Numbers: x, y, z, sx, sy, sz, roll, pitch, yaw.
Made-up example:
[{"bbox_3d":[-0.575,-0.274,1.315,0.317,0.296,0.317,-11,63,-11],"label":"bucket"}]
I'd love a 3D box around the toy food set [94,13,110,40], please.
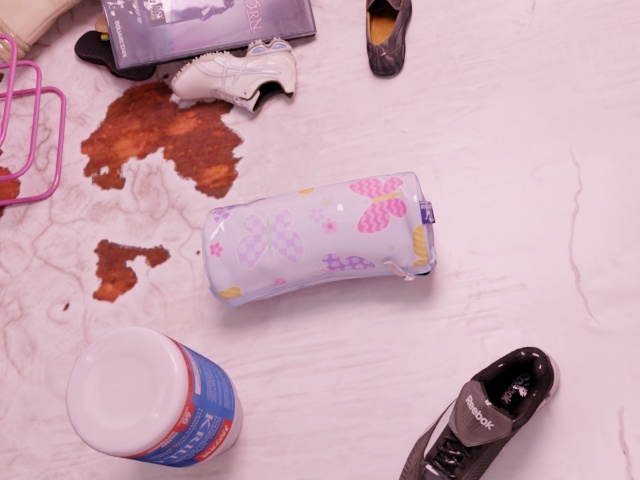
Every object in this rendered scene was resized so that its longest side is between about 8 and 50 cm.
[{"bbox_3d":[-0.291,-0.321,1.109,0.082,0.020,0.083,-15,38,0],"label":"toy food set"}]

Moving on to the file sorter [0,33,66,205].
[{"bbox_3d":[-0.483,-0.185,0.984,0.182,0.291,0.202,-8,68,8],"label":"file sorter"}]

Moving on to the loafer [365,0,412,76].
[{"bbox_3d":[0.088,-0.305,1.004,0.062,0.061,0.170,-5,68,14],"label":"loafer"}]

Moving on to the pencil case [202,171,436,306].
[{"bbox_3d":[0.000,0.000,0.886,0.272,0.113,0.124,-9,88,11],"label":"pencil case"}]

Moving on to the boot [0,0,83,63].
[{"bbox_3d":[-0.458,-0.397,1.164,0.203,0.095,0.262,-43,58,5],"label":"boot"}]

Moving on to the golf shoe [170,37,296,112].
[{"bbox_3d":[-0.116,-0.210,1.021,0.176,0.069,0.086,-15,73,10],"label":"golf shoe"}]

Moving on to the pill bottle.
[{"bbox_3d":[-0.158,0.174,0.801,0.124,0.221,0.124,-5,69,13],"label":"pill bottle"}]

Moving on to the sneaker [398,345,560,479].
[{"bbox_3d":[0.155,0.192,0.777,0.234,0.106,0.078,-46,65,-5],"label":"sneaker"}]

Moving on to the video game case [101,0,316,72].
[{"bbox_3d":[-0.158,-0.349,1.019,0.274,0.026,0.196,-13,94,-8],"label":"video game case"}]

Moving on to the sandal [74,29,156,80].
[{"bbox_3d":[-0.291,-0.267,1.105,0.179,0.040,0.067,25,72,36],"label":"sandal"}]
